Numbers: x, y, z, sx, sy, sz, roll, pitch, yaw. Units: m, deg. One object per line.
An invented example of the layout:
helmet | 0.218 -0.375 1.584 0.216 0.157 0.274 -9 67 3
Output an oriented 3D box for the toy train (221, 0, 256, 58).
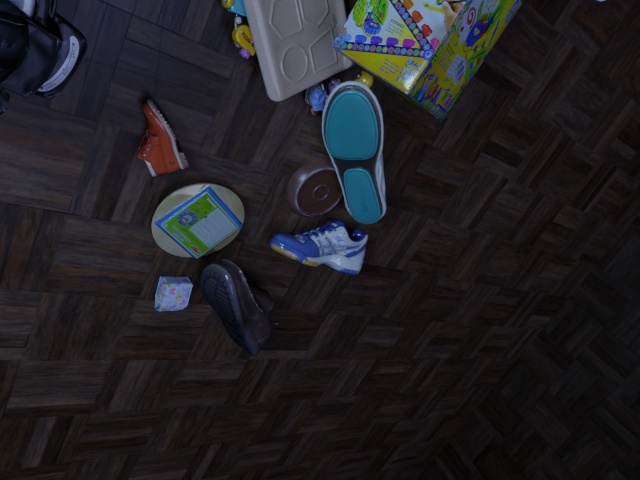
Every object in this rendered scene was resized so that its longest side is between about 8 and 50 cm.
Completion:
toy train | -0.120 -0.402 0.883 0.125 0.046 0.166 -42 133 -25

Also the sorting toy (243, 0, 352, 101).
sorting toy | -0.037 -0.390 0.916 0.208 0.038 0.193 -33 129 -26

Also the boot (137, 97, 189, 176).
boot | -0.315 -0.190 0.919 0.084 0.059 0.158 -22 135 -10

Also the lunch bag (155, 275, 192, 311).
lunch bag | -0.354 0.129 1.156 0.071 0.053 0.083 3 113 -37

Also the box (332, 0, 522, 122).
box | 0.215 -0.410 0.917 0.279 0.177 0.290 -57 161 17

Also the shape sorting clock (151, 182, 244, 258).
shape sorting clock | -0.270 -0.043 1.077 0.206 0.040 0.206 -20 137 -20

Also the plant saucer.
plant saucer | -0.003 -0.123 1.196 0.168 0.029 0.168 -19 133 -21

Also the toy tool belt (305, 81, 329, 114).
toy tool belt | -0.005 -0.300 1.032 0.052 0.051 0.083 -19 133 -20

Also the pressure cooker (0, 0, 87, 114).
pressure cooker | -0.455 -0.307 0.468 0.370 0.420 0.375 -16 131 -21

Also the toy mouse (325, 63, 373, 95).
toy mouse | 0.056 -0.355 1.042 0.143 0.031 0.161 27 108 -44

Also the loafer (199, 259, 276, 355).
loafer | -0.200 0.156 1.245 0.130 0.134 0.366 -46 152 -26

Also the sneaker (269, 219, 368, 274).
sneaker | 0.000 0.000 1.264 0.296 0.112 0.131 13 100 -41

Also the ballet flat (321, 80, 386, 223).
ballet flat | 0.090 -0.212 1.122 0.139 0.139 0.400 -28 138 -11
